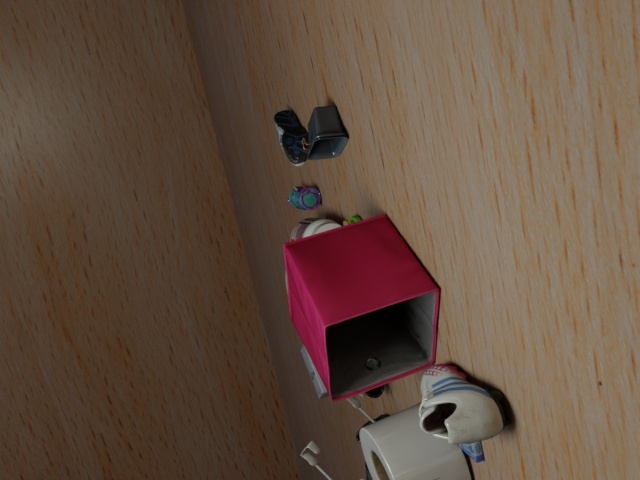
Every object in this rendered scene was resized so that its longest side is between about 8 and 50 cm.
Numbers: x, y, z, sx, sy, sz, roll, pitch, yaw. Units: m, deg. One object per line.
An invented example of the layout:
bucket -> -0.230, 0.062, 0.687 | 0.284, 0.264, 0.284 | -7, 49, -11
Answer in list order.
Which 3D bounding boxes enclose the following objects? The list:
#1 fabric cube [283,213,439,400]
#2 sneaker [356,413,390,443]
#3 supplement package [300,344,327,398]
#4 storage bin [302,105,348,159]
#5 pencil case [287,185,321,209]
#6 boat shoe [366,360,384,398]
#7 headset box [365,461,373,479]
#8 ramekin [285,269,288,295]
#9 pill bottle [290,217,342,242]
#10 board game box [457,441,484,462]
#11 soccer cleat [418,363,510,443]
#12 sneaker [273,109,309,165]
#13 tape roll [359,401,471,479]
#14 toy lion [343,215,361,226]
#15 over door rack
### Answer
fabric cube -> 0.083, 0.144, 1.700 | 0.258, 0.254, 0.259 | -122, 20, -44
sneaker -> 0.174, 0.531, 2.116 | 0.267, 0.106, 0.101 | 132, 121, -72
supplement package -> 0.016, 0.413, 2.573 | 0.105, 0.105, 0.179 | 108, 142, -66
storage bin -> 0.003, -0.260, 1.879 | 0.135, 0.098, 0.091 | 120, 142, -71
pencil case -> -0.047, -0.124, 2.265 | 0.070, 0.064, 0.152 | 59, 168, -13
boat shoe -> 0.103, 0.285, 2.052 | 0.113, 0.127, 0.340 | -129, 24, -53
headset box -> 0.234, 0.765, 2.146 | 0.293, 0.110, 0.218 | -125, 22, -50
ramekin -> 0.020, 0.195, 2.212 | 0.303, 0.148, 0.303 | 163, 90, -76
pill bottle -> 0.000, 0.000, 2.117 | 0.221, 0.121, 0.121 | -169, 63, -74
board game box -> 0.306, 0.406, 1.637 | 0.090, 0.020, 0.090 | -152, 48, -70
soccer cleat -> 0.239, 0.320, 1.539 | 0.331, 0.143, 0.116 | 175, 79, -76
sneaker -> -0.073, -0.276, 2.186 | 0.081, 0.080, 0.211 | 79, 176, -48
tape roll -> 0.215, 0.511, 1.784 | 0.246, 0.169, 0.246 | 160, 90, -76
toy lion -> 0.098, -0.014, 1.922 | 0.100, 0.034, 0.096 | 72, 159, 6
over door rack -> 0.107, 0.563, 1.945 | 0.324, 0.239, 0.108 | 52, 136, -5
